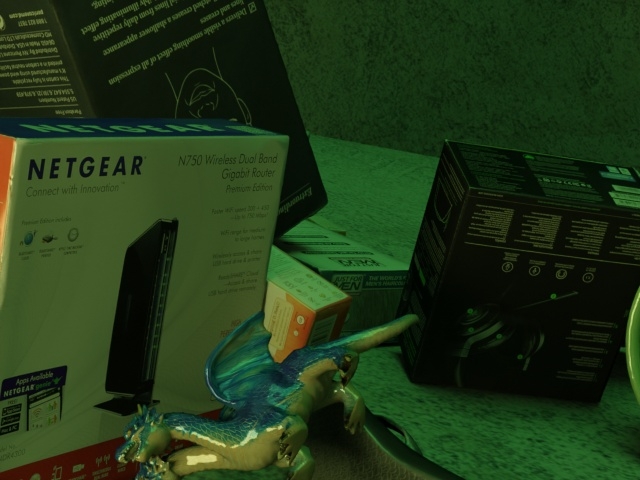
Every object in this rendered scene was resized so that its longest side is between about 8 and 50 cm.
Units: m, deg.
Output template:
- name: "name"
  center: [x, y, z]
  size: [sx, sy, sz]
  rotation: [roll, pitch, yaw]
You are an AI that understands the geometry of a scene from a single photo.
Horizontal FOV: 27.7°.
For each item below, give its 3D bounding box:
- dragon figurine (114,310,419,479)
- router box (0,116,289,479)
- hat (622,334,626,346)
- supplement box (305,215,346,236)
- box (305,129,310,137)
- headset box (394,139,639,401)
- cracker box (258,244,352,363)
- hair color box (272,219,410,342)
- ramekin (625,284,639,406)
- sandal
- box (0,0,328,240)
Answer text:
- name: "dragon figurine"
  center: [-0.042, 0.120, 1.076]
  size: [0.144, 0.085, 0.289]
  rotation: [21, 53, 31]
- name: "router box"
  center: [-0.176, 0.051, 1.082]
  size: [0.082, 0.301, 0.335]
  rotation: [17, 14, 32]
- name: "hat"
  center: [0.373, 0.008, 1.748]
  size: [0.331, 0.134, 0.331]
  rotation: [11, -33, 8]
- name: "supplement box"
  center: [0.000, 0.000, 2.061]
  size: [0.036, 0.062, 0.098]
  rotation: [5, 12, -26]
- name: "box"
  center: [-0.146, -0.101, 2.158]
  size: [0.215, 0.168, 0.345]
  rotation: [10, 12, 2]
- name: "headset box"
  center: [0.239, 0.048, 1.541]
  size: [0.246, 0.283, 0.131]
  rotation: [7, 28, -12]
- name: "cracker box"
  center: [-0.095, 0.070, 1.280]
  size: [0.232, 0.156, 0.067]
  rotation: [32, 28, 28]
- name: "hair color box"
  center: [-0.047, 0.038, 1.735]
  size: [0.174, 0.105, 0.347]
  rotation: [0, 15, -39]
- name: "ramekin"
  center: [0.490, 0.113, 1.398]
  size: [0.303, 0.303, 0.148]
  rotation: [14, 5, 19]
- name: "sandal"
  center: [0.057, 0.200, 1.110]
  size: [0.054, 0.097, 0.254]
  rotation: [-3, 28, -45]
- name: "box"
  center: [-0.206, -0.155, 1.535]
  size: [0.212, 0.396, 0.293]
  rotation: [3, 29, 43]
